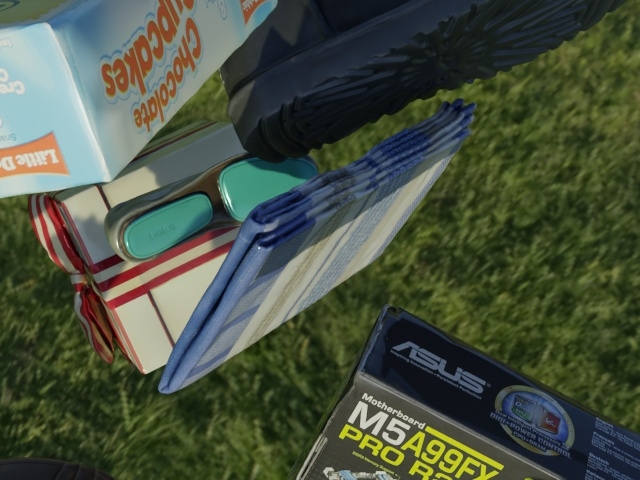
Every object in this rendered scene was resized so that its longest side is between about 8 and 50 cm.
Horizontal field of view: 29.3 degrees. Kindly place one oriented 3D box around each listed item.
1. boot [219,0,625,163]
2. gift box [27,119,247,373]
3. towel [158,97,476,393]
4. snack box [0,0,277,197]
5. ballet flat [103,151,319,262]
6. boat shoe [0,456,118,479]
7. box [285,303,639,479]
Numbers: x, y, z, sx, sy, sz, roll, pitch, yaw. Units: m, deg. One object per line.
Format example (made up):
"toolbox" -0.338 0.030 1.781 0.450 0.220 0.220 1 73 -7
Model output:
"boot" 0.019 -0.335 1.031 0.367 0.146 0.445 -22 71 -1
"gift box" -0.199 0.011 1.514 0.258 0.276 0.255 -26 99 -15
"towel" 0.000 0.000 0.971 0.034 0.209 0.285 45 44 13
"snack box" -0.196 -0.065 0.496 0.187 0.321 0.060 -61 140 -58
"ballet flat" -0.106 -0.043 1.161 0.213 0.068 0.072 -22 116 -18
"boat shoe" -0.166 0.277 1.050 0.302 0.098 0.109 17 49 0
"box" 0.105 0.182 0.642 0.270 0.216 0.060 27 37 2
